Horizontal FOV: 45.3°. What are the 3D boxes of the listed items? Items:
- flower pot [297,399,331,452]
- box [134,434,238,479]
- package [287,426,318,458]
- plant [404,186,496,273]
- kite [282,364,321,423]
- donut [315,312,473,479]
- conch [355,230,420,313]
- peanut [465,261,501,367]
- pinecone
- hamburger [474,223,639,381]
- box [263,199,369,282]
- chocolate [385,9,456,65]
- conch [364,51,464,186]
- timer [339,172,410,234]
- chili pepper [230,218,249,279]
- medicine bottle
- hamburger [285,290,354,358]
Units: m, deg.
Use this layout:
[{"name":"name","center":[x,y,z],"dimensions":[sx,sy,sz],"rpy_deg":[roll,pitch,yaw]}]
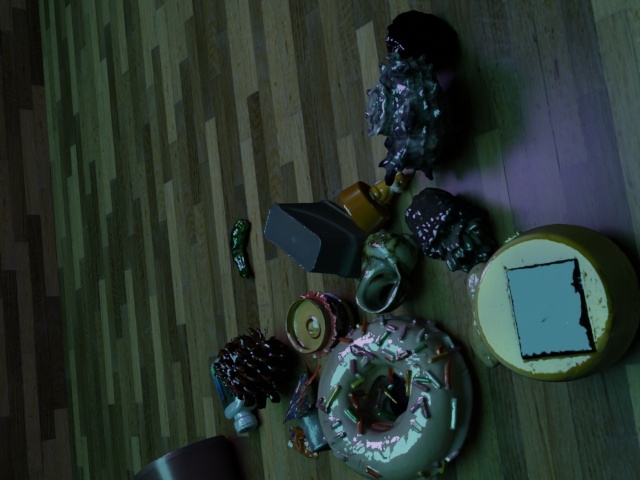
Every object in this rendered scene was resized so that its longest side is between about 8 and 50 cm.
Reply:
[{"name":"flower pot","center":[0.049,0.428,1.896],"dimensions":[0.229,0.103,0.108],"rpy_deg":[-47,56,39]},{"name":"box","center":[-0.384,0.743,2.304],"dimensions":[0.301,0.300,0.216],"rpy_deg":[-45,64,41]},{"name":"package","center":[-0.050,0.540,2.071],"dimensions":[0.110,0.033,0.077],"rpy_deg":[7,86,46]},{"name":"plant","center":[0.271,-0.024,1.604],"dimensions":[0.194,0.129,0.132],"rpy_deg":[47,124,43]},{"name":"kite","center":[-0.050,0.395,1.981],"dimensions":[0.189,0.009,0.232],"rpy_deg":[-57,15,11]},{"name":"donut","center":[0.151,0.344,1.670],"dimensions":[0.382,0.142,0.383],"rpy_deg":[-10,73,34]},{"name":"conch","center":[0.159,0.069,1.742],"dimensions":[0.182,0.124,0.187],"rpy_deg":[-64,36,21]},{"name":"peanut","center":[0.339,0.150,1.545],"dimensions":[0.090,0.098,0.215],"rpy_deg":[-3,93,6]},{"name":"pinecone","center":[-0.173,0.343,2.091],"dimensions":[0.221,0.221,0.222],"rpy_deg":[0,90,51]},{"name":"hamburger","center":[0.419,0.110,1.377],"dimensions":[0.300,0.176,0.301],"rpy_deg":[0,90,36]},{"name":"box","center":[0.000,0.000,1.898],"dimensions":[0.274,0.178,0.138],"rpy_deg":[36,117,46]},{"name":"chocolate","center":[0.208,-0.415,1.705],"dimensions":[0.133,0.156,0.156],"rpy_deg":[107,144,-57]},{"name":"conch","center":[0.175,-0.256,1.631],"dimensions":[0.240,0.186,0.313],"rpy_deg":[39,156,44]},{"name":"timer","center":[0.141,-0.107,1.790],"dimensions":[0.152,0.132,0.132],"rpy_deg":[-40,58,19]},{"name":"chili pepper","center":[-0.239,0.027,2.291],"dimensions":[0.073,0.050,0.182],"rpy_deg":[-10,84,44]},{"name":"medicine bottle","center":[-0.252,0.455,2.279],"dimensions":[0.121,0.083,0.229],"rpy_deg":[-49,53,40]},{"name":"hamburger","center":[0.007,0.208,1.920],"dimensions":[0.175,0.136,0.175],"rpy_deg":[0,91,46]}]
